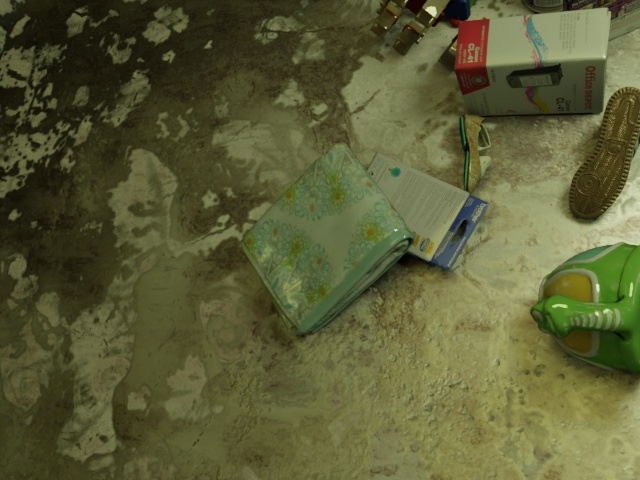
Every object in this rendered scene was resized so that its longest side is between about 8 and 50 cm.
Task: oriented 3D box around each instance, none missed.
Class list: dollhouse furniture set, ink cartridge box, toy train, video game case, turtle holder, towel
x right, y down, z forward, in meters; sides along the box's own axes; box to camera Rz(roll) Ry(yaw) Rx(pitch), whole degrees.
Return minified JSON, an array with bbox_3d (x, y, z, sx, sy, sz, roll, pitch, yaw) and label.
[{"bbox_3d":[0.273,-0.549,1.537,0.259,0.262,0.135,36,84,-5],"label":"dollhouse furniture set"},{"bbox_3d":[0.218,-0.066,1.468,0.311,0.065,0.185,29,85,31],"label":"ink cartridge box"},{"bbox_3d":[0.470,-0.385,1.394,0.306,0.226,0.131,4,73,24],"label":"ink cartridge box"},{"bbox_3d":[0.292,-0.661,1.644,0.248,0.105,0.143,20,69,27],"label":"toy train"},{"bbox_3d":[0.653,-0.523,1.380,0.232,0.210,0.041,-22,64,14],"label":"video game case"},{"bbox_3d":[0.521,0.136,1.147,0.227,0.243,0.320,2,32,43],"label":"turtle holder"},{"bbox_3d":[0.000,0.000,1.473,0.374,0.090,0.320,-43,61,18],"label":"towel"}]

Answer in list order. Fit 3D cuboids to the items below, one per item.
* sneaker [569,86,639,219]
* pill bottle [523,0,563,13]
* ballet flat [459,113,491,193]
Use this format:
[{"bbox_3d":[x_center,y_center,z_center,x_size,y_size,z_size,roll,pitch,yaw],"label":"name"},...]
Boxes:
[{"bbox_3d":[0.625,-0.184,1.341,0.099,0.153,0.282,24,111,25],"label":"sneaker"},{"bbox_3d":[0.534,-0.666,1.450,0.153,0.265,0.153,-7,68,19],"label":"pill bottle"},{"bbox_3d":[0.363,-0.205,1.461,0.067,0.073,0.206,-1,74,6],"label":"ballet flat"}]
